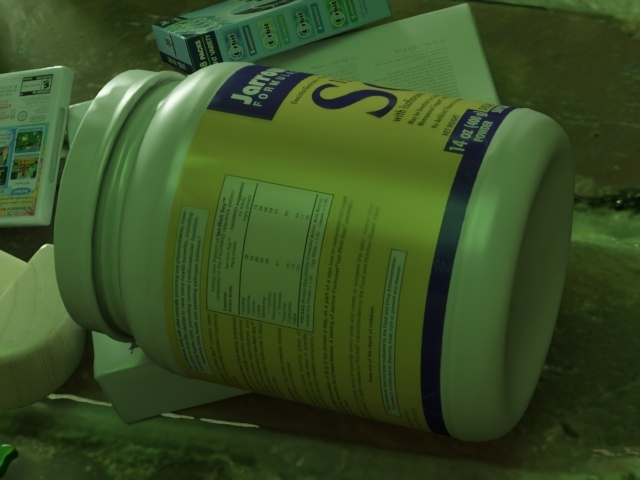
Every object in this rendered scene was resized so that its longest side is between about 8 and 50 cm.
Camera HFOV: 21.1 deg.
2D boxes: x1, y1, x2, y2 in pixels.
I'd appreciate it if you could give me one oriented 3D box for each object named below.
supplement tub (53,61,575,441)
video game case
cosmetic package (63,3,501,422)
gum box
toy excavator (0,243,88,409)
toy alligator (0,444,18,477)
[{"bbox_3d":[0.000,0.000,1.254,0.331,0.241,0.241,11,61,17],"label":"supplement tub"},{"bbox_3d":[-0.289,-0.081,1.548,0.157,0.019,0.143,-2,76,40],"label":"video game case"},{"bbox_3d":[-0.017,-0.027,1.472,0.377,0.097,0.284,-14,54,3],"label":"cosmetic package"},{"bbox_3d":[-0.048,-0.199,1.555,0.184,0.041,0.157,-20,16,-11],"label":"gum box"},{"bbox_3d":[-0.475,0.032,1.430,0.445,0.222,0.433,-30,59,-18],"label":"toy excavator"},{"bbox_3d":[-0.324,0.231,1.394,0.190,0.056,0.051,-29,57,-7],"label":"toy alligator"}]
